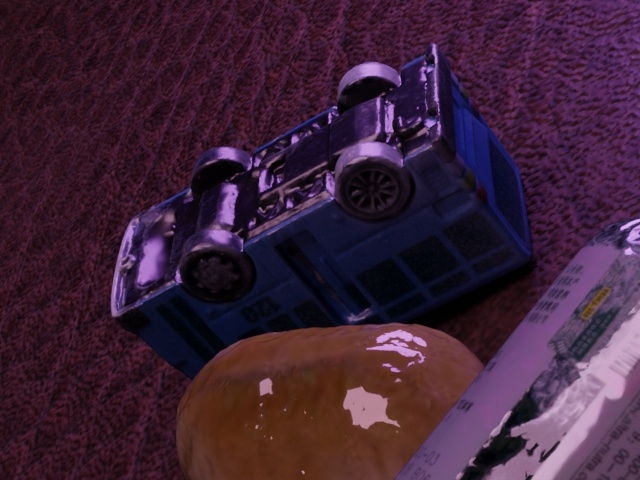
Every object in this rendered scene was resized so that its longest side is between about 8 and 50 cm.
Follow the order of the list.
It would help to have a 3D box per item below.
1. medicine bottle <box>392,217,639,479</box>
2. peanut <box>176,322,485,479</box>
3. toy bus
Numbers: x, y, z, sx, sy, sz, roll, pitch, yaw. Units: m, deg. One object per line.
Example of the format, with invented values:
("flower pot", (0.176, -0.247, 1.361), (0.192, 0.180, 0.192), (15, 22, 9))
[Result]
("medicine bottle", (0.125, 0.092, 0.658), (0.293, 0.141, 0.141), (-51, 28, -8))
("peanut", (0.012, 0.106, 0.817), (0.224, 0.129, 0.129), (-15, 40, 45))
("toy bus", (0.000, 0.000, 0.963), (0.234, 0.133, 0.116), (-28, 32, 21))
